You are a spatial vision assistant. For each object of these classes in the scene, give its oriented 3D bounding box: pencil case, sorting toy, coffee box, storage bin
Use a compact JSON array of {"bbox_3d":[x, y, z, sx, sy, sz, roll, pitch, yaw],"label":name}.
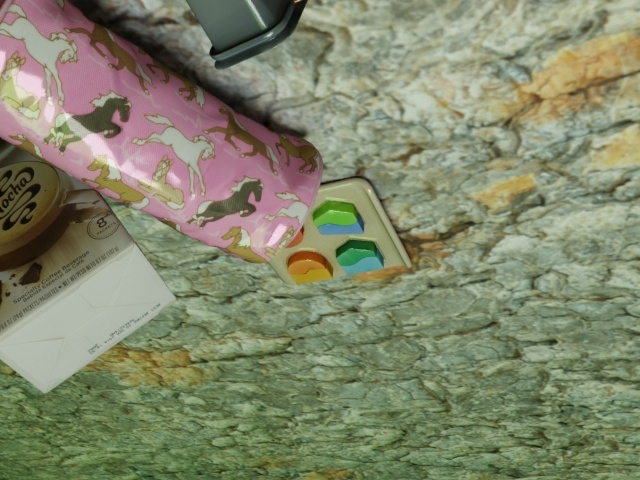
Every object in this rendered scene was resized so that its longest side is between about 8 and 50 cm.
[{"bbox_3d":[-0.177,-0.117,0.814,0.386,0.167,0.160,32,175,-31],"label":"pencil case"},{"bbox_3d":[0.000,0.000,1.067,0.208,0.038,0.193,-8,143,22],"label":"sorting toy"},{"bbox_3d":[-0.312,-0.008,0.867,0.168,0.297,0.119,-36,145,-11],"label":"coffee box"},{"bbox_3d":[-0.063,-0.229,0.679,0.098,0.135,0.091,-15,130,29],"label":"storage bin"}]
